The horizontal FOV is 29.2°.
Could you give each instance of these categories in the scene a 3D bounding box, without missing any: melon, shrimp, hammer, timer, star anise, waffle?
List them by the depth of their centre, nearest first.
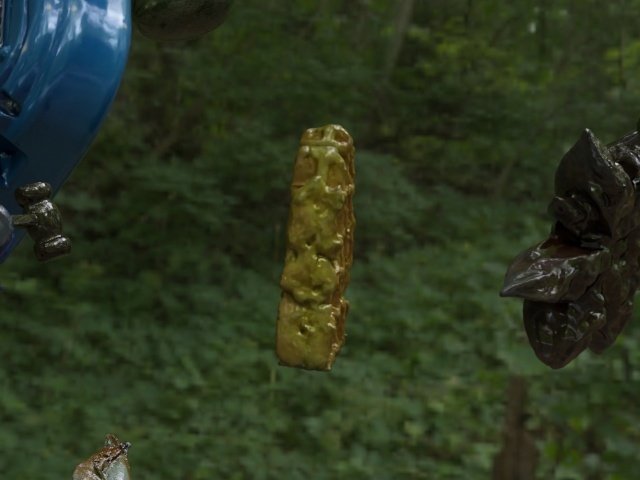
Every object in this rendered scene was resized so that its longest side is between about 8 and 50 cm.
[{"bbox_3d":[-0.251,-0.007,0.785,0.029,0.058,0.292,-24,-5,20],"label":"hammer"},{"bbox_3d":[0.000,0.000,1.112,0.055,0.211,0.160,6,9,6],"label":"waffle"},{"bbox_3d":[-0.303,-0.150,1.202,0.115,0.309,0.340,22,-52,-31],"label":"timer"},{"bbox_3d":[0.321,0.001,1.440,0.108,0.315,0.315,27,2,38],"label":"star anise"},{"bbox_3d":[-0.270,0.300,1.569,0.091,0.184,0.043,38,-72,-15],"label":"shrimp"},{"bbox_3d":[-0.188,-0.340,1.722,0.167,0.114,0.114,-23,-8,-19],"label":"melon"}]

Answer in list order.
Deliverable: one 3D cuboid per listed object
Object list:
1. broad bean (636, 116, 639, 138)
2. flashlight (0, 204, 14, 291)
[{"bbox_3d":[0.233,-0.051,0.613,0.195,0.046,0.061,0,-3,-23],"label":"broad bean"},{"bbox_3d":[-0.150,0.012,0.510,0.057,0.035,0.121,9,-17,-25],"label":"flashlight"}]
